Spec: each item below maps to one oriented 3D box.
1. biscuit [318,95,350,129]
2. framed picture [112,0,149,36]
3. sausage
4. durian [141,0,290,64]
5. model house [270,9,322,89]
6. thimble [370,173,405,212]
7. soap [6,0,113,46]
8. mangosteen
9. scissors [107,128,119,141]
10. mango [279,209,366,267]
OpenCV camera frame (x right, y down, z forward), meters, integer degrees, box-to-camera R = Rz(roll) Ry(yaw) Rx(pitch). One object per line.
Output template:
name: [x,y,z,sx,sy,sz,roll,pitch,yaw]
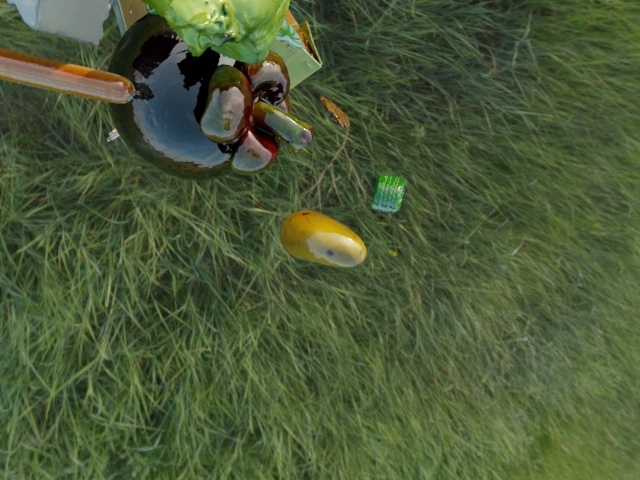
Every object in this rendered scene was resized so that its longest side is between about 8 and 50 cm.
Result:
biscuit: [0.046,-0.344,1.321,0.019,0.120,0.130,-37,163,22]
framed picture: [-0.476,-0.566,1.255,0.020,0.241,0.325,-5,126,-1]
sausage: [-0.488,-0.293,0.848,0.347,0.053,0.053,12,118,-4]
durian: [-0.138,-0.408,0.741,0.204,0.256,0.340,18,81,7]
model house: [-0.184,-0.584,1.452,0.300,0.340,0.324,-28,107,32]
thimble: [0.206,-0.141,1.488,0.090,0.130,0.118,14,135,10]
soap: [-0.458,-0.494,0.752,0.302,0.159,0.258,36,117,3]
mangosteen: [-0.235,-0.287,1.043,0.382,0.435,0.382,-37,150,-26]
scissors: [-0.644,-0.397,1.655,0.188,0.100,0.015,-30,123,6]
mango: [-0.003,-0.001,0.851,0.115,0.178,0.090,25,88,-36]
